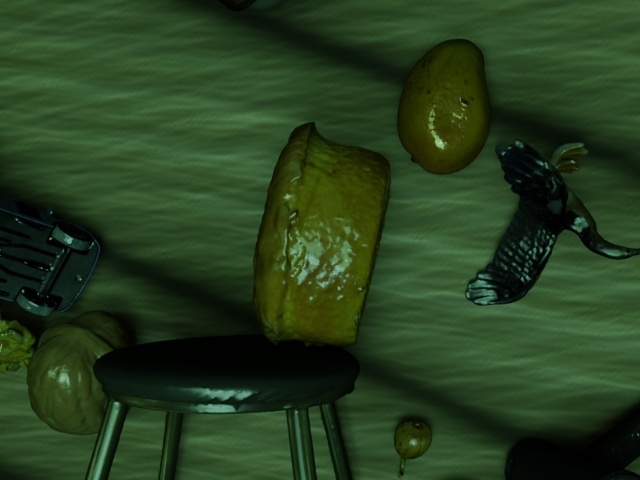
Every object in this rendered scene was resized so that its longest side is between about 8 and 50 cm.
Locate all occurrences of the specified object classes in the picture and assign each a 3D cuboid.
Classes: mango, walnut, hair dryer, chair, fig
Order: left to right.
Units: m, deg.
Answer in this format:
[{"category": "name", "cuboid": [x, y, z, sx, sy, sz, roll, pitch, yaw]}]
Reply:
[{"category": "walnut", "cuboid": [-0.311, 0.178, 0.913, 0.149, 0.166, 0.166, 19, 97, 13]}, {"category": "chair", "cuboid": [-0.104, 0.329, 0.803, 0.362, 0.364, 0.410, 2, 90, 9]}, {"category": "fig", "cuboid": [0.116, 0.275, 0.909, 0.050, 0.050, 0.083, 18, 111, 7]}, {"category": "mango", "cuboid": [0.149, -0.163, 0.847, 0.115, 0.089, 0.165, -7, 91, 8]}, {"category": "hair dryer", "cuboid": [0.360, 0.245, 0.822, 0.251, 0.197, 0.089, -36, 90, -11]}]

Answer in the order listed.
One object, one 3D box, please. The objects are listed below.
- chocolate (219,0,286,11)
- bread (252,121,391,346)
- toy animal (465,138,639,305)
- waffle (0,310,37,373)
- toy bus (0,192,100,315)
[{"category": "chocolate", "cuboid": [-0.097, -0.396, 0.797, 0.186, 0.283, 0.283, -32, 89, 28]}, {"category": "bread", "cuboid": [0.000, 0.000, 0.805, 0.146, 0.268, 0.268, 10, 96, 4]}, {"category": "toy animal", "cuboid": [0.281, -0.045, 0.807, 0.197, 0.272, 0.160, 6, 59, 13]}, {"category": "waffle", "cuboid": [-0.502, 0.114, 0.900, 0.291, 0.291, 0.051, 0, 62, 9]}, {"category": "toy bus", "cuboid": [-0.447, -0.008, 0.896, 0.125, 0.292, 0.133, -59, 40, 9]}]
